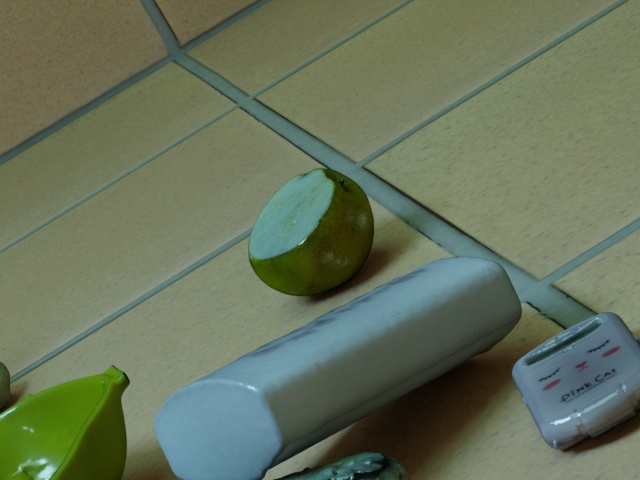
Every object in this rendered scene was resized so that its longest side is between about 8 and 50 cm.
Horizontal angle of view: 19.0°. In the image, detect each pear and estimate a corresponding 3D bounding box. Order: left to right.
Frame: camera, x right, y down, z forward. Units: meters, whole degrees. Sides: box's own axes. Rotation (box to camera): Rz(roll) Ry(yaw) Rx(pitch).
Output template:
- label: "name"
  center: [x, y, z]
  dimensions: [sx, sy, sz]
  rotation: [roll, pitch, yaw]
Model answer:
- label: "pear"
  center: [0.000, 0.000, 1.976]
  dimensions: [0.141, 0.104, 0.141]
  rotation: [-38, 31, 28]

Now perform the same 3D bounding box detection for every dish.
- label: "dish"
  center: [-0.259, 0.237, 1.715]
  dimensions: [0.221, 0.108, 0.262]
  rotation: [-19, 22, 34]

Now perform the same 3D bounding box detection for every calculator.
- label: "calculator"
  center: [0.201, 0.105, 1.453]
  dimensions: [0.100, 0.032, 0.175]
  rotation: [-30, 16, 4]

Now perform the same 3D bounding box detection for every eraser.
- label: "eraser"
  center: [0.016, 0.105, 1.556]
  dimensions: [0.270, 0.095, 0.174]
  rotation: [-24, 1, -35]

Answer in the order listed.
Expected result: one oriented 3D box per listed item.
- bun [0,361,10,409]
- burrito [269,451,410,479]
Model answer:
- label: "bun"
  center: [-0.391, 0.179, 2.199]
  dimensions: [0.086, 0.055, 0.086]
  rotation: [-32, 3, 2]
- label: "burrito"
  center: [-0.068, 0.231, 1.485]
  dimensions: [0.309, 0.066, 0.096]
  rotation: [-21, 14, 26]
